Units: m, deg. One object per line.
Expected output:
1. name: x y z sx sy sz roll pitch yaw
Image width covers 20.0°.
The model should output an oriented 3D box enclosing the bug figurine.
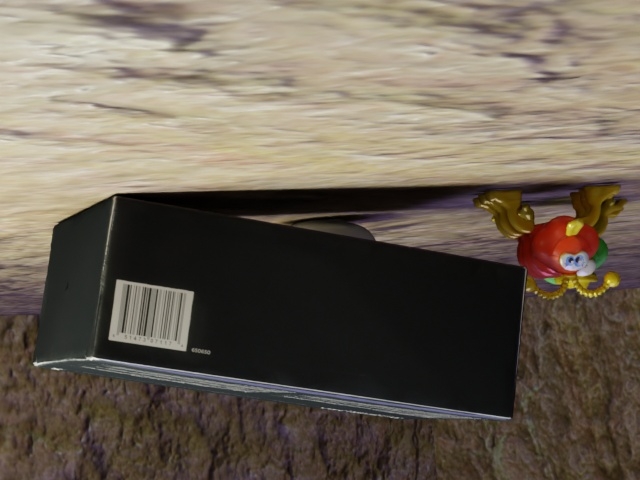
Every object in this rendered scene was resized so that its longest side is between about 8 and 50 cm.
1. bug figurine: 0.236 0.000 1.204 0.279 0.072 0.216 -4 176 -5

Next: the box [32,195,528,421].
1. box: -0.030 0.049 1.129 0.261 0.103 0.184 10 169 -18

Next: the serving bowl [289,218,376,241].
1. serving bowl: 0.000 0.000 1.297 0.083 0.027 0.083 -3 177 0
